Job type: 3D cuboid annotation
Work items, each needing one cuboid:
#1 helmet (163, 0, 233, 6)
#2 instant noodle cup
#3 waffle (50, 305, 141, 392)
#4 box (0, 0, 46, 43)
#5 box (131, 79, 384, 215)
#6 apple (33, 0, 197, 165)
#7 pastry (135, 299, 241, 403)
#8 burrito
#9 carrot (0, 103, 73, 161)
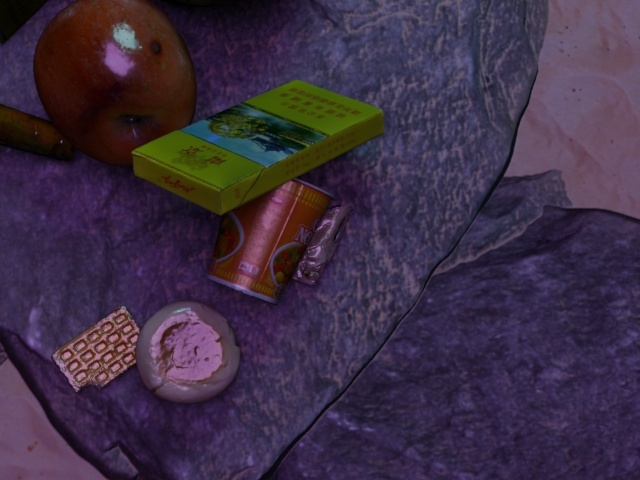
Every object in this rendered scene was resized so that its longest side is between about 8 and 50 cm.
[{"bbox_3d":[-0.218,-0.488,1.783,0.385,0.230,0.338,1,74,-32],"label":"helmet"},{"bbox_3d":[-0.086,-0.009,1.773,0.168,0.168,0.185,21,86,0],"label":"instant noodle cup"},{"bbox_3d":[-0.325,0.169,1.784,0.135,0.021,0.092,-37,85,-9],"label":"waffle"},{"bbox_3d":[-0.441,-0.415,1.816,0.064,0.141,0.220,44,81,5],"label":"box"},{"bbox_3d":[-0.085,-0.142,1.716,0.187,0.047,0.335,25,40,36],"label":"box"},{"bbox_3d":[-0.291,-0.230,1.735,0.253,0.253,0.254,1,80,-4],"label":"apple"},{"bbox_3d":[-0.195,0.165,1.753,0.156,0.092,0.156,2,78,-12],"label":"pastry"},{"bbox_3d":[0.000,0.000,1.827,0.055,0.041,0.149,28,76,-12],"label":"burrito"},{"bbox_3d":[-0.484,-0.179,1.761,0.260,0.070,0.070,18,78,-30],"label":"carrot"}]
